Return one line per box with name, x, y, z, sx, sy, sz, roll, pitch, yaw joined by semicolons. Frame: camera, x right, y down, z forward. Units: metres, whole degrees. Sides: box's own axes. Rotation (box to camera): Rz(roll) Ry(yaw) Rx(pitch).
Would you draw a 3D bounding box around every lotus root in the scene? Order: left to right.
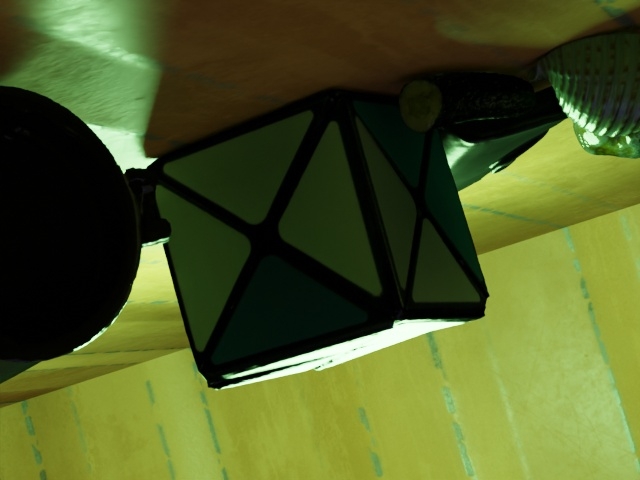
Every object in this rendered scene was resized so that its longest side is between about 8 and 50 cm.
lotus root;0.369;-0.144;2.160;0.113;0.088;0.192;-1;175;7

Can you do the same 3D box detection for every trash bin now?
trash bin;-0.300;0.018;1.427;0.277;0.217;0.262;-5;168;-33

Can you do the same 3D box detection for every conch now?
conch;0.311;-0.165;1.854;0.153;0.102;0.135;-11;157;-29

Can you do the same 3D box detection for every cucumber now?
cucumber;0.162;-0.147;1.807;0.052;0.058;0.214;-5;-176;40

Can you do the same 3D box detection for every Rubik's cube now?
Rubik's cube;-0.001;0.000;1.820;0.250;0.246;0.248;-19;173;24

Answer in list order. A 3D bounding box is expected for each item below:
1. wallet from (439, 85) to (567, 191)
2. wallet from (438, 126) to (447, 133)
wallet;0.169;-0.095;2.063;0.197;0.051;0.377;-20;173;-24
wallet;0.128;-0.112;2.109;0.088;0.026;0.129;-18;172;15
